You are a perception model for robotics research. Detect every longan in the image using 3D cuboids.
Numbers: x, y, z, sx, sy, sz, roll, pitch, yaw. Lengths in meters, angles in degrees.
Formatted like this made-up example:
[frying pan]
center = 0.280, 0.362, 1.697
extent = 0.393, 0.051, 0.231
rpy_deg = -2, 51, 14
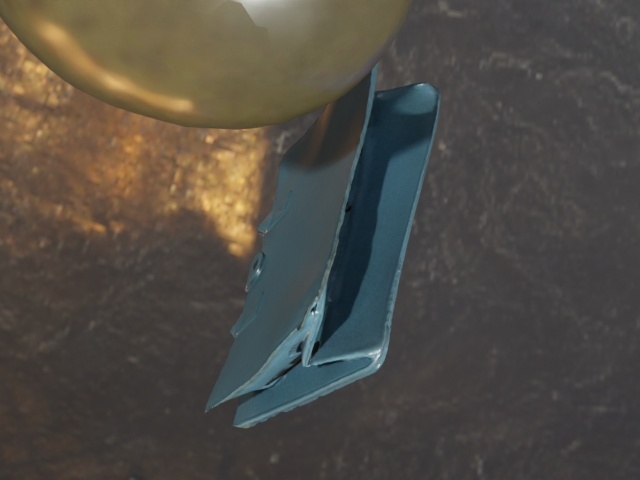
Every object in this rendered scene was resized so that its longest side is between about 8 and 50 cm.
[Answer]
[longan]
center = -0.065, -0.185, 0.753
extent = 0.258, 0.258, 0.258
rpy_deg = 7, 138, 6

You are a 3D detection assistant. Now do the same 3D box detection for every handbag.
[handbag]
center = 0.000, 0.000, 0.864
extent = 0.057, 0.221, 0.144
rpy_deg = 29, 138, -19
